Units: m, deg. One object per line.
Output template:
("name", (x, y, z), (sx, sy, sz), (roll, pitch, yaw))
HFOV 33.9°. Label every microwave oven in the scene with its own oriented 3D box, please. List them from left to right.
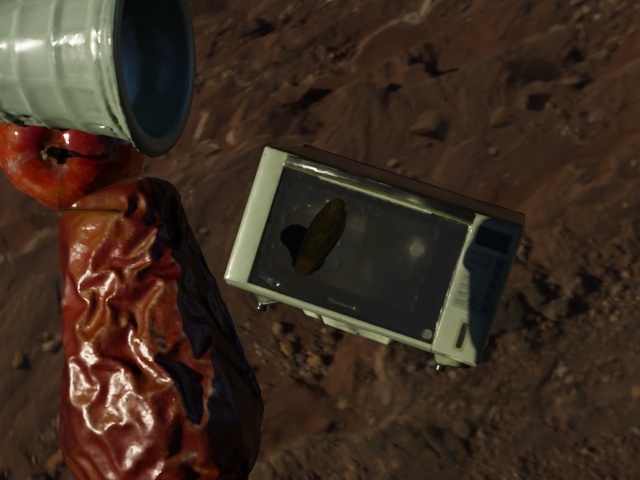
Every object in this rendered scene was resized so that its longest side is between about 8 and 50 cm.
("microwave oven", (0.092, 0.024, 1.620), (0.394, 0.333, 0.247), (18, 98, 9))

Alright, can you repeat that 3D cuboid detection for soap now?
("soap", (0.000, 0.000, 1.227), (0.033, 0.168, 0.089), (34, 82, 4))

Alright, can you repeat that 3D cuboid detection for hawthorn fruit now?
("hawthorn fruit", (-0.390, -0.148, 1.609), (0.241, 0.272, 0.242), (-1, 110, -3))

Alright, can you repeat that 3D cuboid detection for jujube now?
("jujube", (-0.175, 0.107, 1.060), (0.216, 0.216, 0.342), (-8, 82, -18))

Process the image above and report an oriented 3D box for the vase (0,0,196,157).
("vase", (-0.254, -0.132, 0.763), (0.298, 0.143, 0.143), (1, 94, 16))
